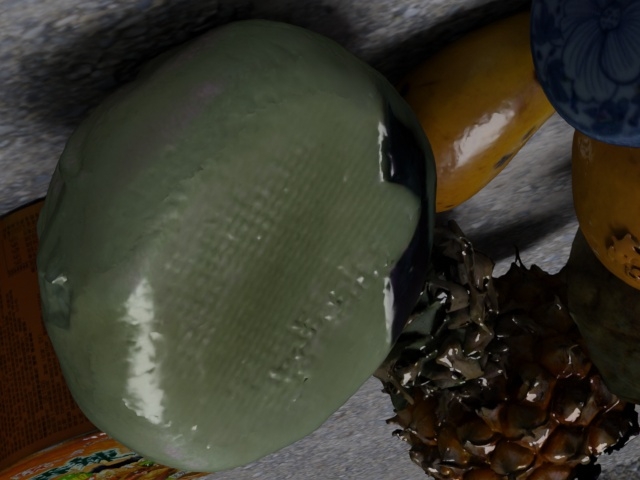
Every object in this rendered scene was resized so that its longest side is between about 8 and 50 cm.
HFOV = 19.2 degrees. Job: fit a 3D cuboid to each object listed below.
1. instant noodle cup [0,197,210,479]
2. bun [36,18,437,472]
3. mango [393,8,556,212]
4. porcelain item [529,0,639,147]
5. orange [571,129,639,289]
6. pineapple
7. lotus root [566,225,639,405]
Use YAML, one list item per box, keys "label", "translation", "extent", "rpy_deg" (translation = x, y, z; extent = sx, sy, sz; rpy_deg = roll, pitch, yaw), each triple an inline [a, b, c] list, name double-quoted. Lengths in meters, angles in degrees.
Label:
- label: "instant noodle cup"
  translation: [-0.151, 0.076, 1.348]
  extent: [0.230, 0.182, 0.230]
  rpy_deg: [-16, 163, -5]
- label: "bun"
  translation: [-0.067, -0.006, 1.165]
  extent: [0.283, 0.179, 0.283]
  rpy_deg: [-22, 127, -33]
- label: "mango"
  translation: [0.099, -0.085, 1.244]
  extent: [0.178, 0.090, 0.115]
  rpy_deg: [-40, 169, 37]
- label: "porcelain item"
  translation: [0.208, -0.127, 1.133]
  extent: [0.114, 0.147, 0.147]
  rpy_deg: [3, 154, -44]
- label: "orange"
  translation: [0.285, -0.055, 1.353]
  extent: [0.219, 0.193, 0.219]
  rpy_deg: [-30, 163, -10]
- label: "pineapple"
  translation: [0.113, 0.075, 1.632]
  extent: [0.262, 0.262, 0.271]
  rpy_deg: [-25, 138, 24]
- label: "lotus root"
  translation: [0.397, 0.039, 1.518]
  extent: [0.346, 0.250, 0.250]
  rpy_deg: [-4, 174, 39]
